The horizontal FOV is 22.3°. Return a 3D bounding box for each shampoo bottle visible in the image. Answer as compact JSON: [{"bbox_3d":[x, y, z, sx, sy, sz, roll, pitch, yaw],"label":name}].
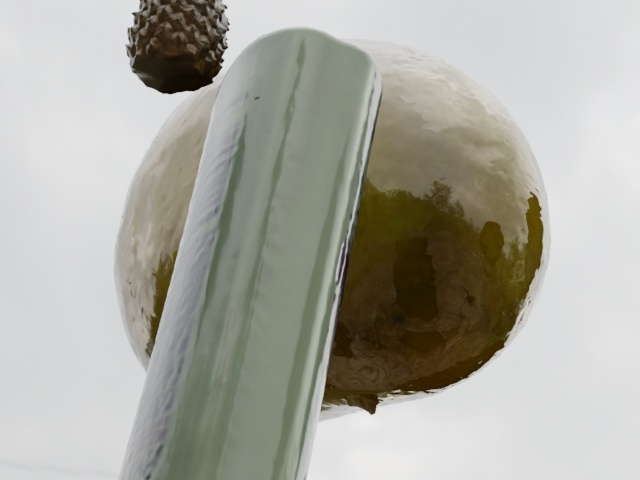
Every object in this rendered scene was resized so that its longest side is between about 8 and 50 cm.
[{"bbox_3d":[-0.046,0.077,0.739,0.078,0.359,0.134,21,-34,-15],"label":"shampoo bottle"}]

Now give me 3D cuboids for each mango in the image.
[{"bbox_3d":[0.000,0.000,1.127,0.220,0.445,0.301,35,-95,-22],"label":"mango"}]

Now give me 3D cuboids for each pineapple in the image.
[{"bbox_3d":[-0.093,-0.185,1.137,0.074,0.159,0.074,7,-22,3],"label":"pineapple"}]
